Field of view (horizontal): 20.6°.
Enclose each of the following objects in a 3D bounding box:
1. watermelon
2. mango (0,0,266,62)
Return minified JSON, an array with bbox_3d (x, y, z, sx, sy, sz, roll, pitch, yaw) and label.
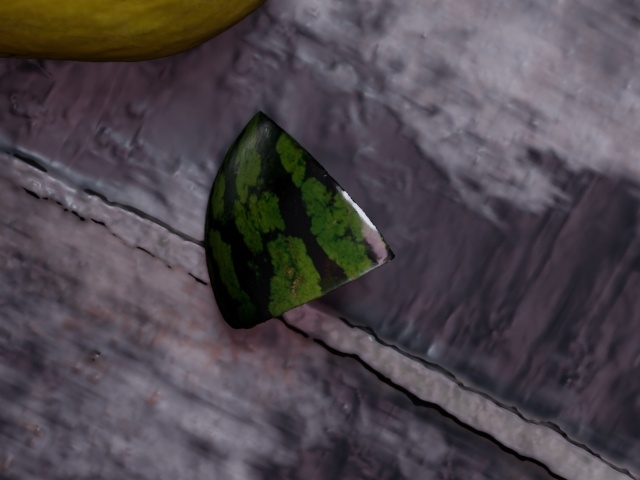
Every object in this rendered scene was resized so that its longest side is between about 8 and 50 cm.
[{"bbox_3d":[0.000,0.000,0.978,0.094,0.135,0.125,8,97,-44],"label":"watermelon"},{"bbox_3d":[-0.157,-0.192,0.901,0.331,0.142,0.195,2,93,-6],"label":"mango"}]
